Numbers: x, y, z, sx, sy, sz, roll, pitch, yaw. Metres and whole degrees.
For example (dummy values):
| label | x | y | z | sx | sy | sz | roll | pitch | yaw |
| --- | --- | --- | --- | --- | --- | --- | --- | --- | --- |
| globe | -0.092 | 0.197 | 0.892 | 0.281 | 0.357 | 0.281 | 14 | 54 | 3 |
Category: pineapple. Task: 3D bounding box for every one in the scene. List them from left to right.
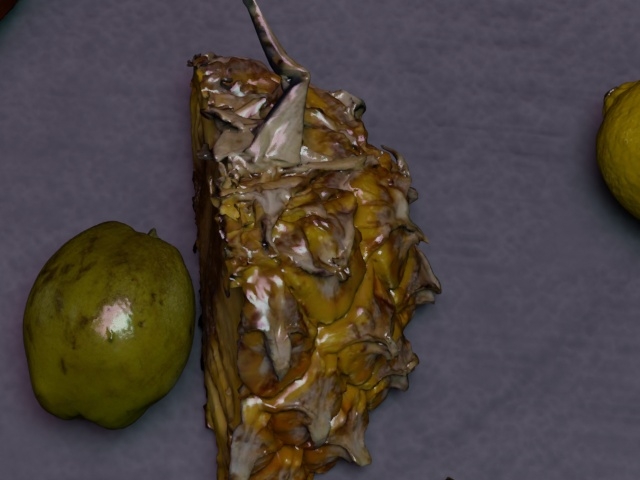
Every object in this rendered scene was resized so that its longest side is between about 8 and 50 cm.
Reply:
| label | x | y | z | sx | sy | sz | roll | pitch | yaw |
| --- | --- | --- | --- | --- | --- | --- | --- | --- | --- |
| pineapple | 0.000 | -0.001 | 1.002 | 0.161 | 0.158 | 0.335 | -1 | 69 | -5 |

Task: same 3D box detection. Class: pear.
| label | x | y | z | sx | sy | sz | roll | pitch | yaw |
| --- | --- | --- | --- | --- | --- | --- | --- | --- | --- |
| pear | -0.129 | 0.051 | 1.004 | 0.107 | 0.107 | 0.131 | 19 | 79 | 3 |

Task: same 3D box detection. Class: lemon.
| label | x | y | z | sx | sy | sz | roll | pitch | yaw |
| --- | --- | --- | --- | --- | --- | --- | --- | --- | --- |
| lemon | 0.239 | -0.058 | 1.066 | 0.109 | 0.109 | 0.133 | -39 | 70 | -16 |

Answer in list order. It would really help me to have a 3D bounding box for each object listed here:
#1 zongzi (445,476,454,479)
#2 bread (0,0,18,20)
| label | x | y | z | sx | sy | sz | roll | pitch | yaw |
| --- | --- | --- | --- | --- | --- | --- | --- | --- | --- |
| zongzi | 0.093 | 0.291 | 0.939 | 0.256 | 0.115 | 0.228 | 39 | 83 | 27 |
| bread | -0.305 | -0.261 | 1.102 | 0.327 | 0.114 | 0.295 | -41 | 77 | -15 |
